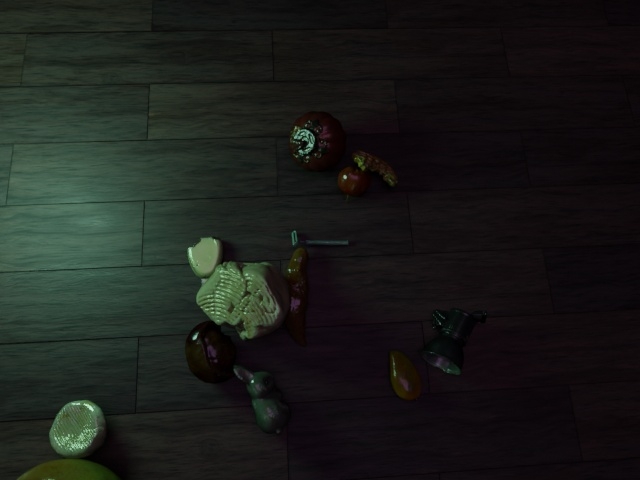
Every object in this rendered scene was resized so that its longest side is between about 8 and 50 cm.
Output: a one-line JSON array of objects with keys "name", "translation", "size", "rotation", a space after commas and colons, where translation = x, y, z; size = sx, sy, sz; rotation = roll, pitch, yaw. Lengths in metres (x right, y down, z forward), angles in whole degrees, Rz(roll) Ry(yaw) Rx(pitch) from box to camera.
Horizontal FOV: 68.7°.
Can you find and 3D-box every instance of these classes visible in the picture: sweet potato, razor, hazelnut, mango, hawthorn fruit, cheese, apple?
[{"name": "sweet potato", "translation": [-0.087, 0.192, 1.640], "size": [0.106, 0.095, 0.355], "rotation": [13, 72, -46]}, {"name": "razor", "translation": [-0.001, 0.006, 1.728], "size": [0.211, 0.036, 0.084], "rotation": [6, 31, -10]}, {"name": "hazelnut", "translation": [-0.360, 0.365, 1.536], "size": [0.160, 0.170, 0.202], "rotation": [-8, 99, -7]}, {"name": "mango", "translation": [0.288, 0.465, 1.608], "size": [0.101, 0.066, 0.188], "rotation": [-15, 67, -8]}, {"name": "hawthorn fruit", "translation": [0.124, -0.219, 1.755], "size": [0.125, 0.125, 0.140], "rotation": [20, 74, 2]}, {"name": "cheese", "translation": [-0.408, 0.112, 1.669], "size": [0.127, 0.050, 0.256], "rotation": [-4, 75, -5]}, {"name": "apple", "translation": [-0.714, 0.795, 1.311], "size": [0.304, 0.338, 0.339], "rotation": [-8, 75, 8]}]

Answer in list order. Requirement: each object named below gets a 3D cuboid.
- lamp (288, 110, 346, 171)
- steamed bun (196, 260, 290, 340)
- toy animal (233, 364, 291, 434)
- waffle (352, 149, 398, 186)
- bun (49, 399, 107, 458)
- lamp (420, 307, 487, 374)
[{"name": "lamp", "translation": [-0.016, -0.366, 1.739], "size": [0.226, 0.227, 0.227], "rotation": [1, 75, -3]}, {"name": "steamed bun", "translation": [-0.238, 0.192, 1.573], "size": [0.289, 0.203, 0.276], "rotation": [-30, 82, 24]}, {"name": "toy animal", "translation": [-0.187, 0.494, 1.511], "size": [0.125, 0.127, 0.251], "rotation": [-36, 103, -41]}, {"name": "waffle", "translation": [0.208, -0.279, 1.763], "size": [0.194, 0.051, 0.149], "rotation": [17, 31, -37]}, {"name": "bun", "translation": [-0.755, 0.598, 1.488], "size": [0.183, 0.102, 0.184], "rotation": [-3, 68, 6]}, {"name": "lamp", "translation": [0.456, 0.325, 1.628], "size": [0.172, 0.147, 0.227], "rotation": [20, 64, 26]}]
